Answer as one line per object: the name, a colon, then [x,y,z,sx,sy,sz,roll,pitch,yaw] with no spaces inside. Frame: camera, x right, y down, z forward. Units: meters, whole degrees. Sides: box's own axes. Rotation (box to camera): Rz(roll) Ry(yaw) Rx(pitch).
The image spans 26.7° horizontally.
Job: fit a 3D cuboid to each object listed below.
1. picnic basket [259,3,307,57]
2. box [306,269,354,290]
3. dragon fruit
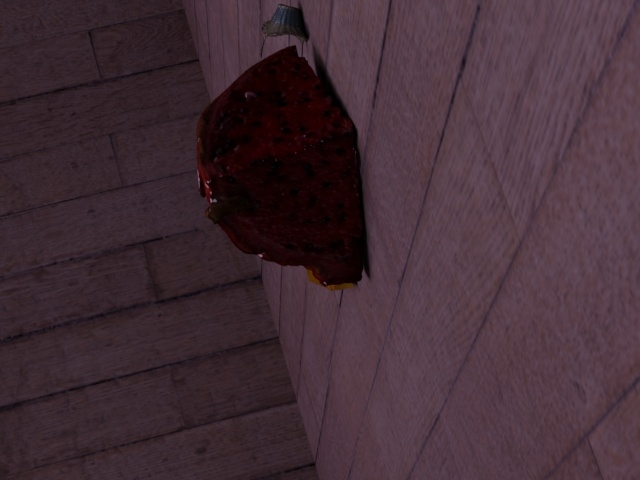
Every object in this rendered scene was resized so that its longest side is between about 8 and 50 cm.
picnic basket: [-0.050,-0.302,1.966,0.083,0.065,0.083,-139,56,-60]
box: [0.000,0.000,2.186,0.269,0.043,0.152,-175,71,-82]
dragon fruit: [-0.021,-0.062,1.867,0.240,0.302,0.330,5,130,49]
